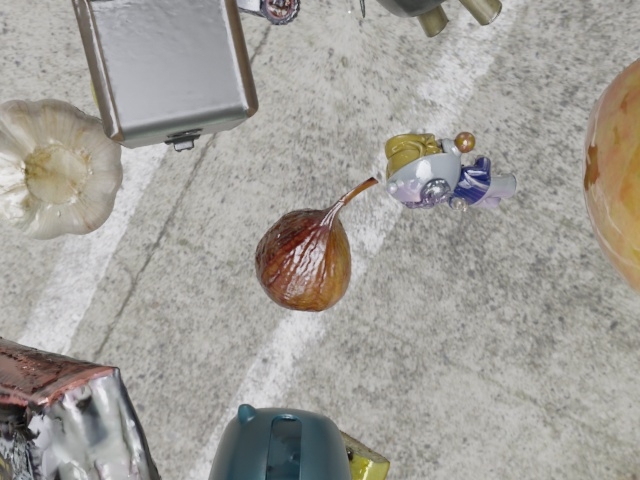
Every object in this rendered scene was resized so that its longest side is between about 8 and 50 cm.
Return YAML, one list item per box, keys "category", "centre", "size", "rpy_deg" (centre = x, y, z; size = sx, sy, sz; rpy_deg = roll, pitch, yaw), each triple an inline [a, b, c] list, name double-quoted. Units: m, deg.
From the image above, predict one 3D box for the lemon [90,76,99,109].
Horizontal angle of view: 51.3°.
- category: "lemon"
  centre: [-0.372, -0.314, 1.353]
  size: [0.183, 0.248, 0.184]
  rpy_deg: [-2, 128, -3]

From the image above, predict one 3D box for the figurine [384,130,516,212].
- category: "figurine"
  centre: [0.231, -0.109, 1.240]
  size: [0.193, 0.133, 0.274]
  rpy_deg: [-20, 149, 34]

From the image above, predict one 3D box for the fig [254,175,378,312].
- category: "fig"
  centre: [0.000, 0.000, 0.876]
  size: [0.133, 0.146, 0.201]
  rpy_deg: [1, 145, -32]

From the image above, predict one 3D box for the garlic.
- category: "garlic"
  centre: [-0.416, -0.109, 1.005]
  size: [0.218, 0.212, 0.219]
  rpy_deg: [-5, 102, -26]

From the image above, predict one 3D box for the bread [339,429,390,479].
- category: "bread"
  centre: [-0.002, 0.538, 1.210]
  size: [0.077, 0.138, 0.362]
  rpy_deg: [24, 87, -48]

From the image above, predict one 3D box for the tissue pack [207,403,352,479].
- category: "tissue pack"
  centre: [-0.053, 0.349, 0.857]
  size: [0.198, 0.287, 0.206]
  rpy_deg: [0, 116, 2]

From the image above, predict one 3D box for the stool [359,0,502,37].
- category: "stool"
  centre: [0.131, -0.303, 0.642]
  size: [0.139, 0.153, 0.228]
  rpy_deg: [31, 126, -29]

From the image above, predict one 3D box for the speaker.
- category: "speaker"
  centre: [-0.169, -0.195, 0.729]
  size: [0.153, 0.231, 0.193]
  rpy_deg: [-13, 98, -11]

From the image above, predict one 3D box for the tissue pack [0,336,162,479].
- category: "tissue pack"
  centre: [-0.269, 0.212, 0.640]
  size: [0.332, 0.123, 0.245]
  rpy_deg: [-1, 107, 44]

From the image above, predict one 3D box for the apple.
- category: "apple"
  centre: [0.433, -0.059, 0.726]
  size: [0.252, 0.314, 0.309]
  rpy_deg: [-33, 146, 5]

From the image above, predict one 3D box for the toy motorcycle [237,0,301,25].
- category: "toy motorcycle"
  centre: [-0.131, -0.434, 1.109]
  size: [0.215, 0.080, 0.123]
  rpy_deg: [15, 99, 12]
